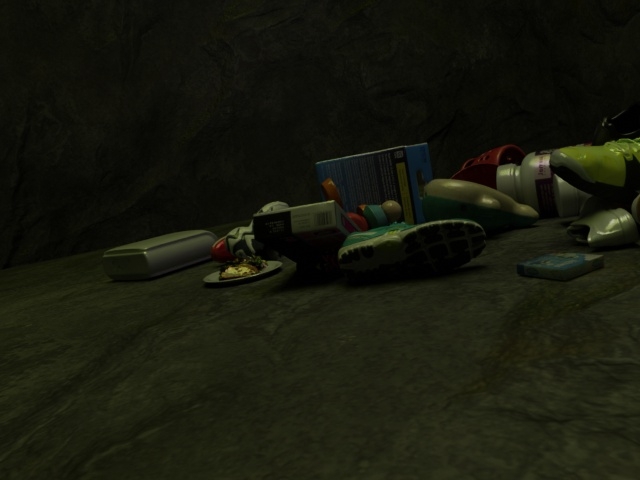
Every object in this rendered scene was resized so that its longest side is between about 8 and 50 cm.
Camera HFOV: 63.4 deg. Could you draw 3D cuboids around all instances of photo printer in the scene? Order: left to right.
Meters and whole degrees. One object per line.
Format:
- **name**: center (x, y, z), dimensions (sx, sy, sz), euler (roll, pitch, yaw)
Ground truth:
- **photo printer**: center (-0.503, 0.040, 1.683), dimensions (0.255, 0.107, 0.307), euler (-4, 10, 39)

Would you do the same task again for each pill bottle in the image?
- **pill bottle**: center (0.618, -0.154, 1.327), dimensions (0.301, 0.170, 0.169), euler (-6, 9, 30)
- **pill bottle**: center (0.651, -0.118, 1.135), dimensions (0.245, 0.137, 0.136), euler (-8, 8, 18)

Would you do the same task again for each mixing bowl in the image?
- **mixing bowl**: center (0.470, -0.134, 1.538), dimensions (0.181, 0.098, 0.182), euler (-23, 35, 17)

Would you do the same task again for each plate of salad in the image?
- **plate of salad**: center (-0.195, 0.067, 1.284), dimensions (0.199, 0.048, 0.200), euler (-11, 8, 2)

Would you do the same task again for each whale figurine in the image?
- **whale figurine**: center (0.378, -0.062, 1.256), dimensions (0.271, 0.141, 0.216), euler (13, 6, -7)

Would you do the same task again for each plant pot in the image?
- **plant pot**: center (0.562, -0.197, 1.676), dimensions (0.191, 0.191, 0.174), euler (-16, 3, -33)

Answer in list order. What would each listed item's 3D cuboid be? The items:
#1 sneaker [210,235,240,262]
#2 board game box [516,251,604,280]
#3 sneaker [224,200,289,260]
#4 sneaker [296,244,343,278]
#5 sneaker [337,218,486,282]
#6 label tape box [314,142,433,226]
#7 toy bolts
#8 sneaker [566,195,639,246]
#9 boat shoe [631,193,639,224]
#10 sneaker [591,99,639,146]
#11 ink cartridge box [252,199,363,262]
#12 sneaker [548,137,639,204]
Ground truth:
- **sneaker**: center (-0.209, 0.015, 1.551), dimensions (0.221, 0.087, 0.128), euler (-18, 9, -37)
- **board game box**: center (0.374, 0.039, 0.811), dimensions (0.090, 0.020, 0.090), euler (-14, 10, -26)
- **sneaker**: center (-0.139, -0.012, 1.473), dimensions (0.153, 0.094, 0.235), euler (33, 48, 28)
- **sneaker**: center (0.016, 0.048, 1.089), dimensions (0.170, 0.063, 0.074), euler (-11, 6, 39)
- **sneaker**: center (0.165, -0.002, 0.968), dimensions (0.275, 0.107, 0.110), euler (-8, 31, 16)
- **label tape box**: center (0.172, -0.152, 1.620), dimensions (0.347, 0.249, 0.115), euler (-11, 8, -2)
- **toy bolts**: center (0.122, -0.092, 1.447), dimensions (0.158, 0.218, 0.228), euler (-25, 17, -7)
- **sneaker**: center (0.507, -0.032, 0.973), dimensions (0.094, 0.080, 0.212), euler (-21, 6, 15)
- **boat shoe**: center (0.643, -0.055, 0.871), dimensions (0.276, 0.098, 0.096), euler (-2, 7, -4)
- **sneaker**: center (0.676, -0.221, 1.023), dimensions (0.275, 0.135, 0.098), euler (-10, 41, 14)
- **ink cartridge box**: center (0.000, 0.000, 1.183), dimensions (0.175, 0.069, 0.371), euler (-9, -13, 15)
- **sneaker**: center (0.616, -0.148, 0.960), dimensions (0.384, 0.147, 0.145), euler (5, 27, -5)
